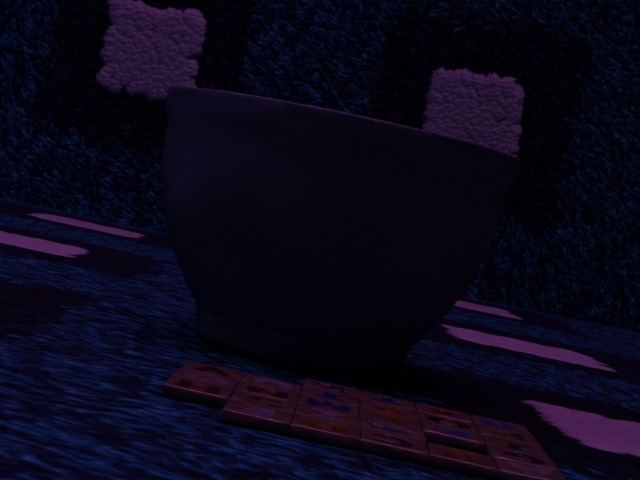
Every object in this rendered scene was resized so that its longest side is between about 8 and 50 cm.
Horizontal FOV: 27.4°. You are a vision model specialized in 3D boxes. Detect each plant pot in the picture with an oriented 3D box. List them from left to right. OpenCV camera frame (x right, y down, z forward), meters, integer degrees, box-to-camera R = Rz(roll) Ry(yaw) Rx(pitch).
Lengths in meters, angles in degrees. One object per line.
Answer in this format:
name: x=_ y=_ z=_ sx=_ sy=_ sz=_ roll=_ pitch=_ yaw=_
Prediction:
plant pot: x=0.000 y=0.000 z=1.075 sx=0.293 sy=0.196 sz=0.293 roll=12 pitch=1 yaw=0

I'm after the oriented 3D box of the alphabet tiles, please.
alphabet tiles: x=0.025 y=0.109 z=0.820 sx=0.237 sy=0.009 sz=0.198 roll=13 pitch=2 yaw=1
